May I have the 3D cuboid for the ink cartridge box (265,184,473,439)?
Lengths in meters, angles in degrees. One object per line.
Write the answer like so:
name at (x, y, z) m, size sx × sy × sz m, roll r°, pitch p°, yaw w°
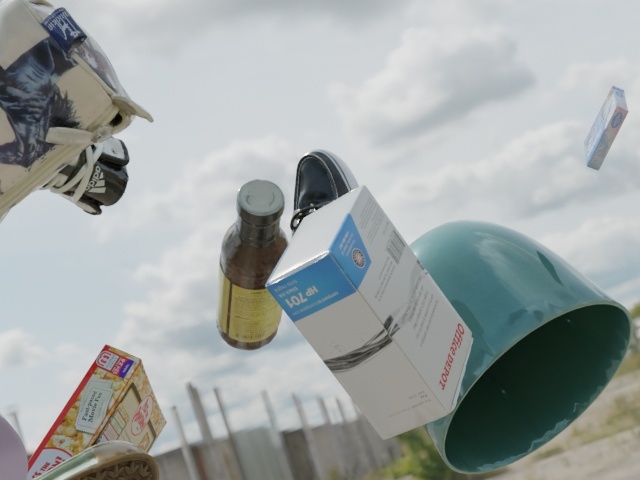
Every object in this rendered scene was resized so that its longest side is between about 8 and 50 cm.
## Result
ink cartridge box at (0.051, 0.065, 1.088) m, size 0.082 × 0.190 × 0.139 m, roll -27°, pitch 17°, yaw 28°

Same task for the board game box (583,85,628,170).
board game box at (0.378, -0.150, 1.550) m, size 0.090 × 0.020 × 0.090 m, roll -71°, pitch 3°, yaw -63°

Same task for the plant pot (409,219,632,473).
plant pot at (0.211, 0.112, 1.503) m, size 0.293 × 0.235 × 0.293 m, roll -23°, pitch -39°, yaw -20°

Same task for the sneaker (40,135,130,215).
sneaker at (-0.343, -0.128, 1.470) m, size 0.257 × 0.169 × 0.447 m, roll 27°, pitch 6°, yaw -20°

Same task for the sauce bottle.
sauce bottle at (-0.102, 0.041, 1.806) m, size 0.111 × 0.111 × 0.344 m, roll -16°, pitch -31°, yaw -19°

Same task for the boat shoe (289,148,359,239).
boat shoe at (0.000, 0.000, 1.281) m, size 0.080 × 0.228 × 0.076 m, roll -17°, pitch -20°, yaw 31°

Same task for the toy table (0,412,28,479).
toy table at (-0.345, 0.203, 0.893) m, size 0.274 × 0.252 × 0.161 m, roll -8°, pitch 17°, yaw -28°

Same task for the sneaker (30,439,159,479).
sneaker at (-0.182, 0.152, 0.610) m, size 0.086 × 0.064 × 0.192 m, roll 22°, pitch 39°, yaw 35°

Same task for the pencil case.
pencil case at (-0.361, -0.049, 1.103) m, size 0.410 × 0.183 × 0.160 m, roll -44°, pitch -38°, yaw -3°

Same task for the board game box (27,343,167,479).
board game box at (-0.227, 0.220, 1.143) m, size 0.193 × 0.045 × 0.147 m, roll -60°, pitch -20°, yaw -29°
